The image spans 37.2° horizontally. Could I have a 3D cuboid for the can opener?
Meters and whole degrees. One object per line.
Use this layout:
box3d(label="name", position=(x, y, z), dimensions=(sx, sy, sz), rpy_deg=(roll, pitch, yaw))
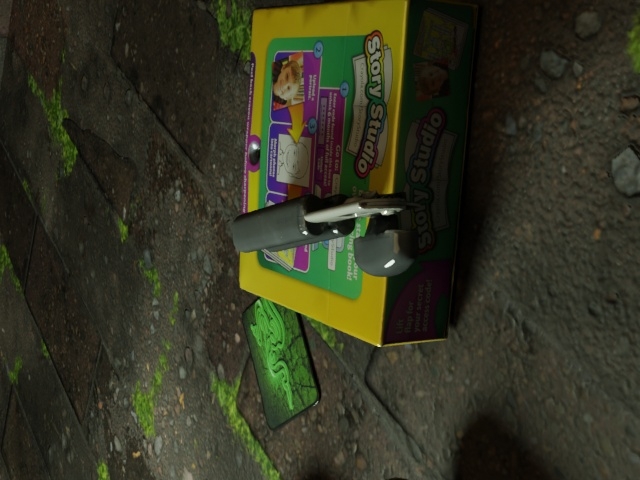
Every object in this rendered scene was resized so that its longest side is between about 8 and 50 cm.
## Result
box3d(label="can opener", position=(0.000, 0.000, 1.001), dimensions=(0.283, 0.076, 0.095), rpy_deg=(-13, 80, 56))

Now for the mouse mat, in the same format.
box3d(label="mouse mat", position=(-0.060, 0.162, 1.348), dimensions=(0.152, 0.007, 0.190), rpy_deg=(-43, 55, 49))

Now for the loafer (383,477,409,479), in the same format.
box3d(label="loafer", position=(0.155, 0.357, 0.944), dimensions=(0.319, 0.112, 0.111), rpy_deg=(50, 126, 33))

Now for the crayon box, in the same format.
box3d(label="crayon box", position=(0.029, -0.091, 1.115), dimensions=(0.313, 0.106, 0.363), rpy_deg=(16, 105, 54))
